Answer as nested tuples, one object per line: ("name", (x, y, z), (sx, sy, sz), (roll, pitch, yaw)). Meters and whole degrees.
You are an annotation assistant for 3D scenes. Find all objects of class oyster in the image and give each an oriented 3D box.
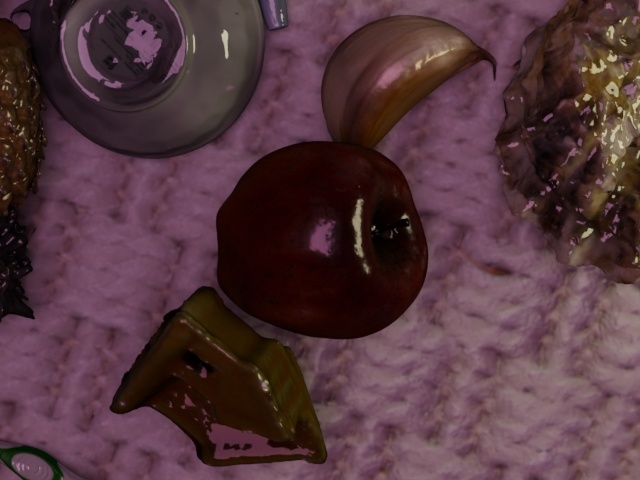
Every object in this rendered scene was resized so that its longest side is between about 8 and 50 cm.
("oyster", (0.319, -0.138, 1.554), (0.238, 0.115, 0.351), (16, 94, 3))

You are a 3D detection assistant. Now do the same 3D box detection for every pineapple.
("pineapple", (-0.400, -0.067, 1.572), (0.202, 0.202, 0.362), (-2, 110, 4))

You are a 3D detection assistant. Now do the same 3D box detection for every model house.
("model house", (-0.096, 0.180, 1.546), (0.239, 0.268, 0.173), (37, 83, -3))

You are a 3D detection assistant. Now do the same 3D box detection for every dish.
("dish", (-0.208, -0.224, 1.565), (0.303, 0.120, 0.303), (1, 101, 7))

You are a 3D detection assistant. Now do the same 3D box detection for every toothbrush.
("toothbrush", (-0.347, 0.262, 1.657), (0.418, 0.040, 0.042), (20, 96, 3))

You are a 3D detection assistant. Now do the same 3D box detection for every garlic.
("garlic", (0.086, -0.192, 1.569), (0.207, 0.115, 0.128), (-31, 84, 2))

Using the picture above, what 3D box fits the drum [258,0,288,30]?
("drum", (-0.059, -0.376, 1.600), (0.130, 0.049, 0.253), (-28, 94, 5))

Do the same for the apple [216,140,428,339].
("apple", (0.000, -0.002, 1.535), (0.234, 0.234, 0.234), (0, 93, 4))
